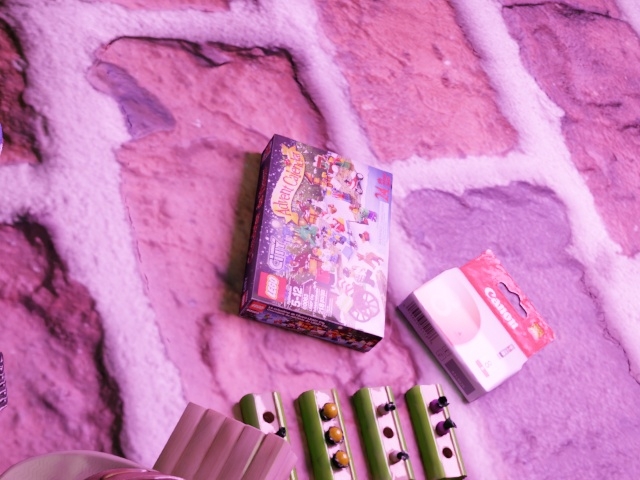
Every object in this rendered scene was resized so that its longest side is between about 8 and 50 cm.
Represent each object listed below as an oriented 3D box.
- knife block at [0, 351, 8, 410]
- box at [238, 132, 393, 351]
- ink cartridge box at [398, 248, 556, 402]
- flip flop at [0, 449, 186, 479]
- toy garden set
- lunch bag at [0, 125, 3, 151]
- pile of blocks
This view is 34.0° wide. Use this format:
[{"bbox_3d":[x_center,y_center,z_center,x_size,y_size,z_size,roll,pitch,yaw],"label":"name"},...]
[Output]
[{"bbox_3d":[-0.390,0.159,0.869,0.276,0.088,0.242,-16,55,-23],"label":"knife block"},{"bbox_3d":[0.000,0.000,1.209,0.159,0.044,0.233,18,54,-17],"label":"box"},{"bbox_3d":[0.201,0.092,1.257,0.179,0.045,0.145,-29,77,-35],"label":"ink cartridge box"},{"bbox_3d":[-0.151,0.234,0.864,0.277,0.080,0.112,14,56,17],"label":"flip flop"},{"bbox_3d":[0.055,0.244,1.079,0.244,0.049,0.203,1,60,-27],"label":"toy garden set"},{"bbox_3d":[-0.404,-0.056,0.868,0.243,0.303,0.115,17,63,-18],"label":"lunch bag"},{"bbox_3d":[-0.095,0.332,0.923,0.149,0.112,0.362,-4,61,12],"label":"pile of blocks"}]
